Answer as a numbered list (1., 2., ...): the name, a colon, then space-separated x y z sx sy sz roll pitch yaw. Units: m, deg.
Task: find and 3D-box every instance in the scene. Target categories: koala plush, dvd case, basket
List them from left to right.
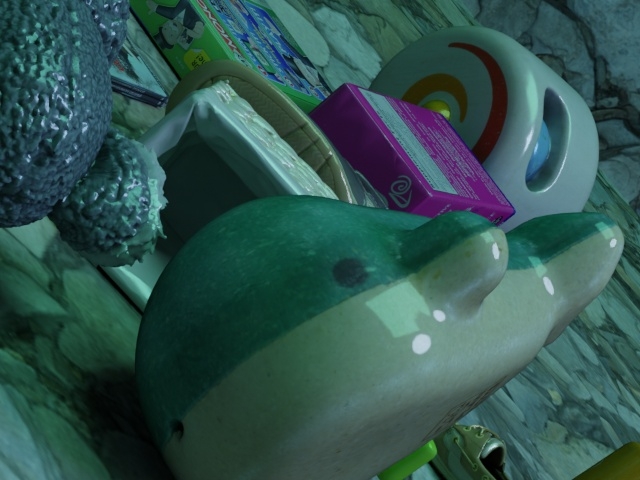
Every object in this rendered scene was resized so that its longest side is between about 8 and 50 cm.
1. koala plush: -0.157 -0.098 0.895 0.196 0.203 0.221 36 32 -39
2. dvd case: -0.158 -0.137 1.274 0.087 0.013 0.119 55 16 23
3. basket: -0.048 0.001 1.065 0.167 0.113 0.103 48 12 -7

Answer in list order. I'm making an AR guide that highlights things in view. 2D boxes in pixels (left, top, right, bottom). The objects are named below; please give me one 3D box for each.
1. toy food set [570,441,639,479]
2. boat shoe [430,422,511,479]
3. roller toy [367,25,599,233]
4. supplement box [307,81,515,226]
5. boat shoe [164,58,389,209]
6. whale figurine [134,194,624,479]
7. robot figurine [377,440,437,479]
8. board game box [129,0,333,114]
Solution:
1. toy food set: 0.190 0.230 1.228 0.111 0.104 0.232 56 -9 22
2. boat shoe: 0.107 0.151 1.248 0.050 0.045 0.135 26 27 -55
3. roller toy: 0.128 -0.084 1.595 0.146 0.191 0.209 30 24 -47
4. supplement box: 0.049 -0.035 1.412 0.114 0.111 0.220 54 17 17
5. boat shoe: 0.000 0.000 1.230 0.285 0.103 0.092 50 9 -8
6. whale figurine: 0.027 0.034 0.943 0.272 0.216 0.141 -22 69 -33
7. robot figurine: 0.029 0.094 1.129 0.101 0.067 0.115 41 16 -46
8. board game box: -0.115 -0.219 1.530 0.317 0.046 0.213 55 17 20
